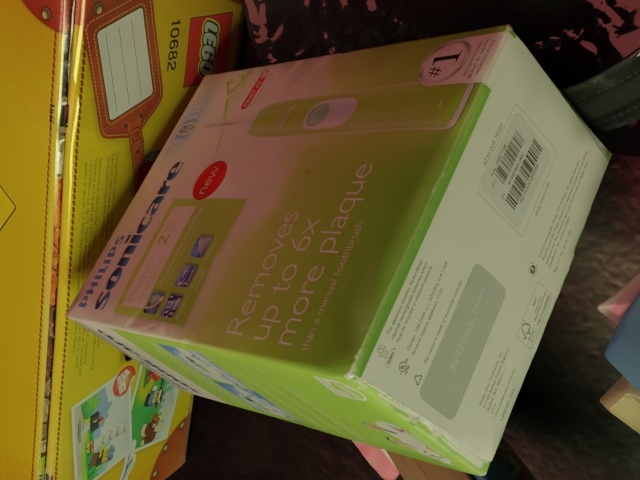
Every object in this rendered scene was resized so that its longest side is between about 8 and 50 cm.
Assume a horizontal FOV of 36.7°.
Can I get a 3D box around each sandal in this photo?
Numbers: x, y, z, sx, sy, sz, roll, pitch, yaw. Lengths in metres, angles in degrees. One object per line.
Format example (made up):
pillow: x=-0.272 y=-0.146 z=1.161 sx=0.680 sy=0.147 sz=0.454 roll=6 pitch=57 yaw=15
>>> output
sandal: x=0.128 y=-0.130 z=0.582 sx=0.446 sy=0.107 sz=0.167 roll=7 pitch=109 yaw=31

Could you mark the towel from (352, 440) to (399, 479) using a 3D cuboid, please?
towel: x=0.056 y=0.083 z=0.750 sx=0.144 sy=0.029 sz=0.197 roll=42 pitch=123 yaw=13

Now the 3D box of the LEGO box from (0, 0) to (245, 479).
LEGO box: x=-0.286 y=-0.050 z=0.821 sx=0.372 sy=0.193 sz=0.500 roll=23 pitch=117 yaw=25

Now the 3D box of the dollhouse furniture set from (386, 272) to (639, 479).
dollhouse furniture set: x=0.224 y=0.086 z=0.603 sx=0.303 sy=0.286 sz=0.198 roll=-49 pitch=37 yaw=10

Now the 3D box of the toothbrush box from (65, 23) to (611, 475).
toothbrush box: x=0.000 y=0.000 z=0.593 sx=0.122 sy=0.206 sz=0.283 roll=40 pitch=158 yaw=-34
